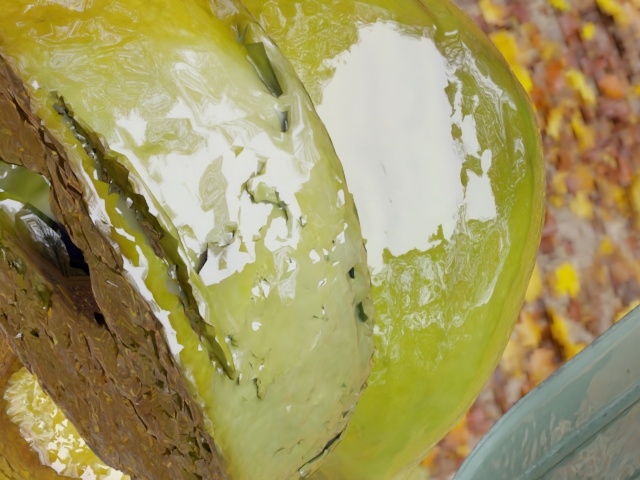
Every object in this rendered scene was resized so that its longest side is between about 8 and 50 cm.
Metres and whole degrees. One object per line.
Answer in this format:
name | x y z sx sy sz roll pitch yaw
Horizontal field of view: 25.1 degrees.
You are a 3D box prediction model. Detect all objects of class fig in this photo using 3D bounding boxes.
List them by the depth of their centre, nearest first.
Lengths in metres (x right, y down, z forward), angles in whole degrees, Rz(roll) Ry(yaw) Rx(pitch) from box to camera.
fig | -0.008 -0.004 0.957 0.343 0.343 0.343 16 66 -41

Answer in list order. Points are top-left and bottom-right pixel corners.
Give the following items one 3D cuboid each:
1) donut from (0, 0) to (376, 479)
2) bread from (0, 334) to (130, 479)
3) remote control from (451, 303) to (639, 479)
donut | -0.074 -0.014 0.550 0.107 0.272 0.272 -31 100 -21
bread | -0.260 0.188 1.770 0.337 0.204 0.358 23 68 -5
remote control | 0.129 0.039 0.439 0.052 0.247 0.104 42 24 -11
